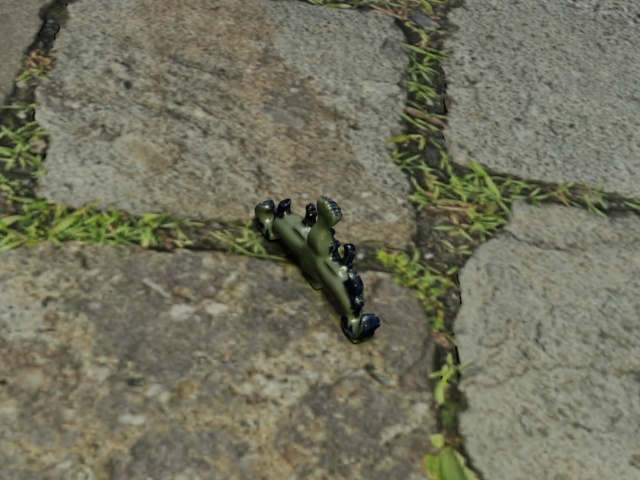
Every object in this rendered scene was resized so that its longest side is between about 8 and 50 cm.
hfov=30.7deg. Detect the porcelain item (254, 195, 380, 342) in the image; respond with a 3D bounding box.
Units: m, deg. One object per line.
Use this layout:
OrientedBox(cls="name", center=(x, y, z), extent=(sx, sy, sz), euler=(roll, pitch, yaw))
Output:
OrientedBox(cls="porcelain item", center=(0.000, 0.000, 0.790), extent=(0.021, 0.075, 0.136), euler=(-20, 51, -29))
